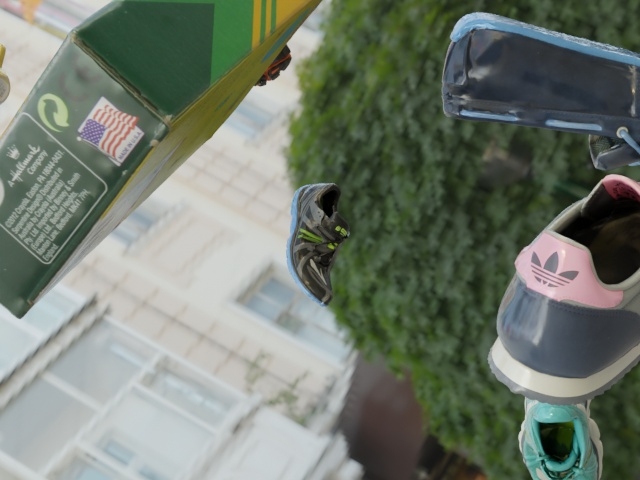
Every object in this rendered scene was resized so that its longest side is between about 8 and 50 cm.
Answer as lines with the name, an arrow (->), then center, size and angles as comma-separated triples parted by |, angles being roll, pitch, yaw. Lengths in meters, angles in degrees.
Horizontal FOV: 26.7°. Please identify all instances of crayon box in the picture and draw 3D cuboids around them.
crayon box -> -0.103, -0.106, 0.906 | 0.202, 0.081, 0.318 | -46, 3, 37

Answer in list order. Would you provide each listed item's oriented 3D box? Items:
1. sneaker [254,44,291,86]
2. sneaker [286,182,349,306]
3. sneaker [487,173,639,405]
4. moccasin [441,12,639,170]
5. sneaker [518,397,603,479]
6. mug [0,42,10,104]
sneaker -> -0.124, -0.249, 1.511 | 0.083, 0.087, 0.221 | -45, -37, 4
sneaker -> 0.000, 0.000, 1.831 | 0.067, 0.078, 0.188 | 38, -137, -46
sneaker -> 0.241, -0.002, 1.011 | 0.319, 0.112, 0.131 | -38, -36, -47
moccasin -> 0.281, -0.123, 1.293 | 0.138, 0.342, 0.117 | -58, -16, -75
sneaker -> 0.295, 0.260, 1.689 | 0.110, 0.107, 0.275 | -79, -21, -43
mug -> -0.392, -0.187, 1.554 | 0.062, 0.064, 0.078 | -26, -56, -45
